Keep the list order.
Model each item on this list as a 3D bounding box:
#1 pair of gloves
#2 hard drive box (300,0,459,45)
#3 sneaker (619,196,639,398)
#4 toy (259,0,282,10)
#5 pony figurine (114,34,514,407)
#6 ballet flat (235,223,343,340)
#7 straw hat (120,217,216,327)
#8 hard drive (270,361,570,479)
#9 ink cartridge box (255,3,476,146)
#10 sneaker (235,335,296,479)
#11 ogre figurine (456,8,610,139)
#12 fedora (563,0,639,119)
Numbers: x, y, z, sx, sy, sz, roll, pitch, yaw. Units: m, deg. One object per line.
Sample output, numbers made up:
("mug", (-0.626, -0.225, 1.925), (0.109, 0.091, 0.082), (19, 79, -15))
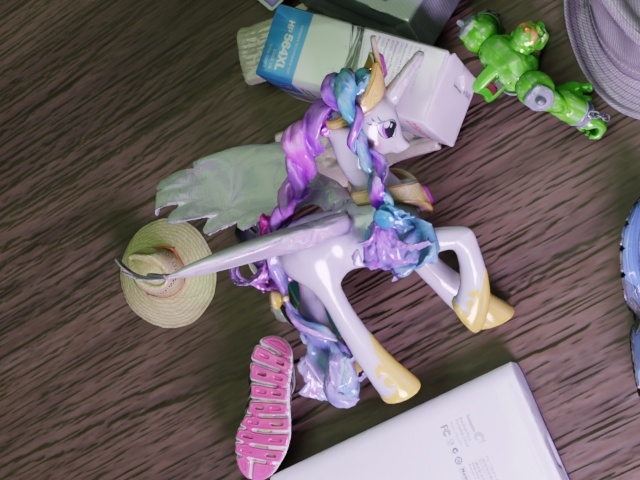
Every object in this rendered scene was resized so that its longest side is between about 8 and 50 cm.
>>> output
("pair of gloves", (0.021, -0.181, 1.636), (0.204, 0.042, 0.240), (-23, 79, 16))
("hard drive box", (0.094, -0.353, 1.570), (0.181, 0.089, 0.232), (26, 81, 25))
("sneaker", (0.359, 0.059, 1.435), (0.087, 0.083, 0.221), (-7, 86, 11))
("toy", (-0.093, -0.402, 1.696), (0.137, 0.056, 0.237), (-46, 67, -2))
("pony figurine", (0.000, 0.000, 1.446), (0.351, 0.303, 0.363), (-22, 114, 9))
("ballet flat", (-0.040, 0.046, 1.628), (0.074, 0.074, 0.203), (-36, 76, 17))
("straw hat", (-0.202, 0.038, 1.704), (0.144, 0.061, 0.145), (-3, 83, 25))
("hard drive", (0.117, 0.296, 1.531), (0.318, 0.040, 0.210), (-28, 72, 20))
("ink cartridge box", (0.053, -0.180, 1.523), (0.203, 0.148, 0.086), (19, 90, 20))
("sneaker", (-0.059, 0.193, 1.613), (0.063, 0.075, 0.170), (6, 92, 5))
("ogre figurine", (0.220, -0.185, 1.494), (0.097, 0.118, 0.197), (-32, 71, 29))
("fedora", (0.360, -0.269, 1.440), (0.243, 0.124, 0.276), (-2, 82, 26))
